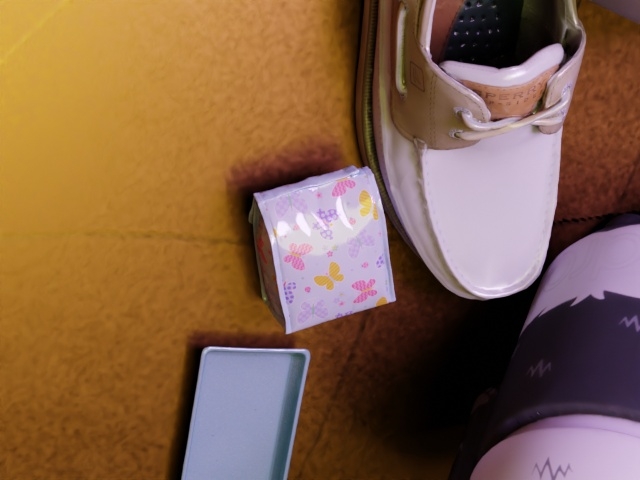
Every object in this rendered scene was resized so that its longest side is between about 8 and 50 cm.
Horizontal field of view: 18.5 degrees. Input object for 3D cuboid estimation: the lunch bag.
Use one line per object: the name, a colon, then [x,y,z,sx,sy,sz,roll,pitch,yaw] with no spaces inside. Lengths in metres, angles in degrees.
lunch bag: [0.000,0.000,1.100,0.071,0.053,0.083,-18,125,-13]

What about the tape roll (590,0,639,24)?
tape roll: [0.238,-0.218,1.049,0.246,0.169,0.246,-8,113,-19]

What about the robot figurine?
robot figurine: [0.185,0.106,1.109,0.173,0.278,0.209,26,140,0]

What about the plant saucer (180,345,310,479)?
plant saucer: [-0.054,0.149,1.153,0.067,0.018,0.192,3,107,-23]

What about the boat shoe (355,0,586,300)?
boat shoe: [0.083,-0.095,1.067,0.113,0.103,0.302,-19,115,-15]
